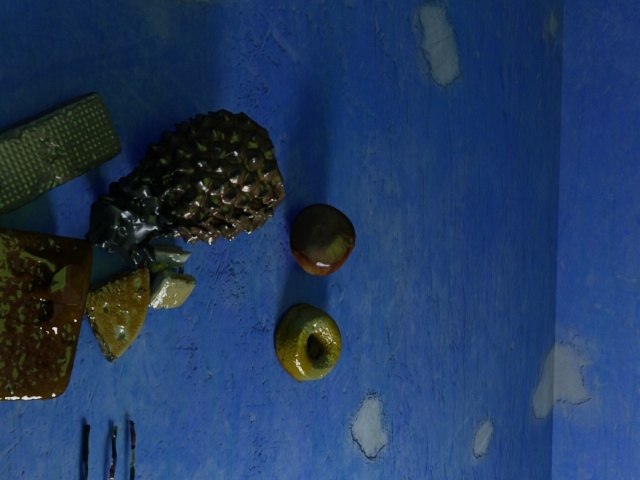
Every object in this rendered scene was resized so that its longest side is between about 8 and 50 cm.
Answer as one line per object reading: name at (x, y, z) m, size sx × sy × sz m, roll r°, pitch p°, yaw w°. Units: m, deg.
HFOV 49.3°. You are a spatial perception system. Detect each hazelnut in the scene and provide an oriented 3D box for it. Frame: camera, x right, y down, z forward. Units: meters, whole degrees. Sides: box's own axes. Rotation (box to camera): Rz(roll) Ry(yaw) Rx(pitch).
hazelnut at (0.000, 0.000, 1.469) m, size 0.150 × 0.150 × 0.151 m, roll -6°, pitch 98°, yaw -50°

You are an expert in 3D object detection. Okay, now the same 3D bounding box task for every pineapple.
pineapple at (-0.238, -0.067, 1.122) m, size 0.357 × 0.222 × 0.223 m, roll -32°, pitch 117°, yaw -37°

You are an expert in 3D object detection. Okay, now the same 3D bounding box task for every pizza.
pizza at (-0.338, 0.110, 1.128) m, size 0.130 × 0.041 × 0.178 m, roll 9°, pitch 88°, yaw -47°

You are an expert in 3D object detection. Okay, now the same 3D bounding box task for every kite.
kite at (-0.355, 0.440, 1.159) m, size 0.152 × 0.015 × 0.286 m, roll 0°, pitch 93°, yaw -50°

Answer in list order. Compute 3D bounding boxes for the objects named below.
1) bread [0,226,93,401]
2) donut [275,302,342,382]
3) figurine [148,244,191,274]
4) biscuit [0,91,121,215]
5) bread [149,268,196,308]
bread at (-0.426, 0.100, 0.970) m, size 0.184 × 0.110 × 0.234 m, roll 13°, pitch 84°, yaw -49°
donut at (-0.020, 0.222, 1.502) m, size 0.178 × 0.065 × 0.162 m, roll 46°, pitch 60°, yaw -43°
figurine at (-0.266, 0.037, 1.211) m, size 0.083 × 0.047 × 0.051 m, roll 4°, pitch 100°, yaw -46°
biscuit at (-0.402, -0.128, 1.016) m, size 0.239 × 0.061 × 0.108 m, roll -39°, pitch 122°, yaw -40°
bread at (-0.260, 0.085, 1.208) m, size 0.083 × 0.035 × 0.070 m, roll 10°, pitch 120°, yaw -50°
